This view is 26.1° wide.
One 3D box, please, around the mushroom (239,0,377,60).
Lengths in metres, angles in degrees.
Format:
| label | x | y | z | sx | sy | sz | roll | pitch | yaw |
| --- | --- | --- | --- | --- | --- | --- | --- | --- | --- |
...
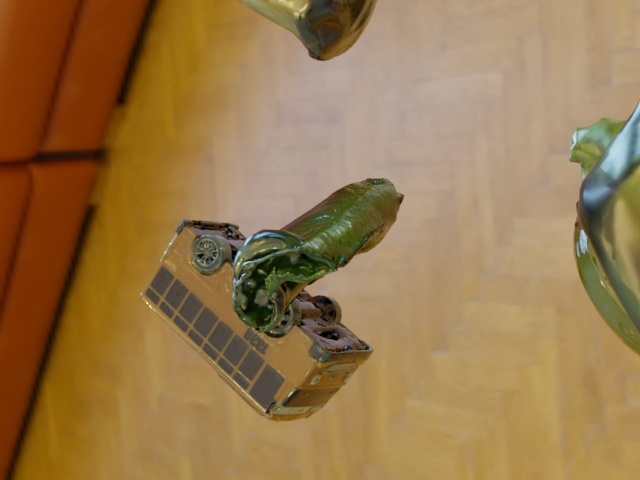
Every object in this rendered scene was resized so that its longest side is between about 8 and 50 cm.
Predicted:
| label | x | y | z | sx | sy | sz | roll | pitch | yaw |
| --- | --- | --- | --- | --- | --- | --- | --- | --- | --- |
| mushroom | -0.076 | -0.232 | 0.874 | 0.333 | 0.087 | 0.107 | 47 | 144 | 32 |

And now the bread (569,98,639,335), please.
| label | x | y | z | sx | sy | sz | roll | pitch | yaw |
| --- | --- | --- | --- | --- | --- | --- | --- | --- | --- |
| bread | 0.342 | 0.028 | 0.972 | 0.376 | 0.251 | 0.208 | 56 | -178 | 5 |

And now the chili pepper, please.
| label | x | y | z | sx | sy | sz | roll | pitch | yaw |
| --- | --- | --- | --- | --- | --- | --- | --- | --- | --- |
| chili pepper | 0.002 | 0.003 | 1.121 | 0.062 | 0.216 | 0.108 | 51 | 129 | 5 |

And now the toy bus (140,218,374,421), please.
| label | x | y | z | sx | sy | sz | roll | pitch | yaw |
| --- | --- | --- | --- | --- | --- | --- | --- | --- | --- |
| toy bus | -0.062 | 0.077 | 1.280 | 0.201 | 0.098 | 0.114 | 41 | 107 | 25 |

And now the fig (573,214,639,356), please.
| label | x | y | z | sx | sy | sz | roll | pitch | yaw |
| --- | --- | --- | --- | --- | --- | --- | --- | --- | --- |
| fig | 0.338 | 0.038 | 1.267 | 0.203 | 0.203 | 0.225 | -39 | 47 | 53 |
